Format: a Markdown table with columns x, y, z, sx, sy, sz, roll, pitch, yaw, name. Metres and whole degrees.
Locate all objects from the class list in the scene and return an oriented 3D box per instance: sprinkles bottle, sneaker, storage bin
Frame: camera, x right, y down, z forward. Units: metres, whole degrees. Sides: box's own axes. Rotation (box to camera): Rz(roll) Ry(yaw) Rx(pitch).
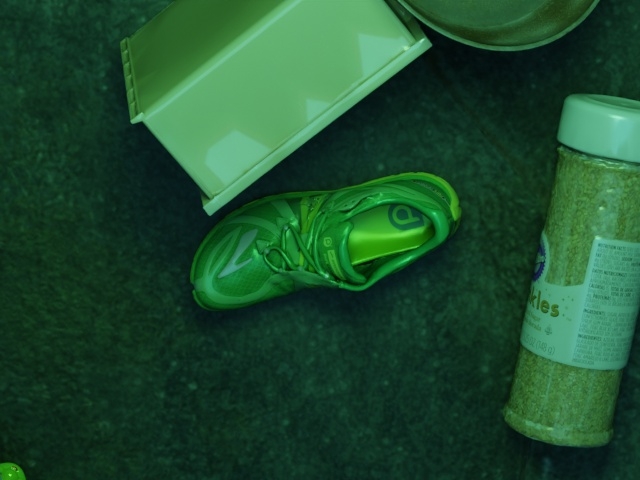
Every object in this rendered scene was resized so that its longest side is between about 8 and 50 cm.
| x | y | z | sx | sy | sz | roll | pitch | yaw | name |
| --- | --- | --- | --- | --- | --- | --- | --- | --- | --- |
| 0.278 | 0.032 | 1.799 | 0.121 | 0.121 | 0.355 | 10 | 102 | 0 | sprinkles bottle |
| 0.000 | 0.000 | 1.802 | 0.296 | 0.123 | 0.109 | -18 | 101 | 7 | sneaker |
| -0.055 | -0.196 | 1.699 | 0.262 | 0.260 | 0.123 | -37 | 116 | 9 | storage bin |

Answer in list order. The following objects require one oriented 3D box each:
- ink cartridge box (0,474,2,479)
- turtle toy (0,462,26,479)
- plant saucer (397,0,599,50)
| x | y | z | sx | sy | sz | roll | pitch | yaw | name |
| --- | --- | --- | --- | --- | --- | --- | --- | --- | --- |
| -0.405 | 0.310 | 1.872 | 0.189 | 0.066 | 0.232 | -44 | 82 | 19 | ink cartridge box |
| -0.364 | 0.296 | 1.909 | 0.095 | 0.066 | 0.130 | 31 | 102 | -4 | turtle toy |
| 0.142 | -0.321 | 1.607 | 0.311 | 0.050 | 0.310 | 5 | 79 | -27 | plant saucer |
